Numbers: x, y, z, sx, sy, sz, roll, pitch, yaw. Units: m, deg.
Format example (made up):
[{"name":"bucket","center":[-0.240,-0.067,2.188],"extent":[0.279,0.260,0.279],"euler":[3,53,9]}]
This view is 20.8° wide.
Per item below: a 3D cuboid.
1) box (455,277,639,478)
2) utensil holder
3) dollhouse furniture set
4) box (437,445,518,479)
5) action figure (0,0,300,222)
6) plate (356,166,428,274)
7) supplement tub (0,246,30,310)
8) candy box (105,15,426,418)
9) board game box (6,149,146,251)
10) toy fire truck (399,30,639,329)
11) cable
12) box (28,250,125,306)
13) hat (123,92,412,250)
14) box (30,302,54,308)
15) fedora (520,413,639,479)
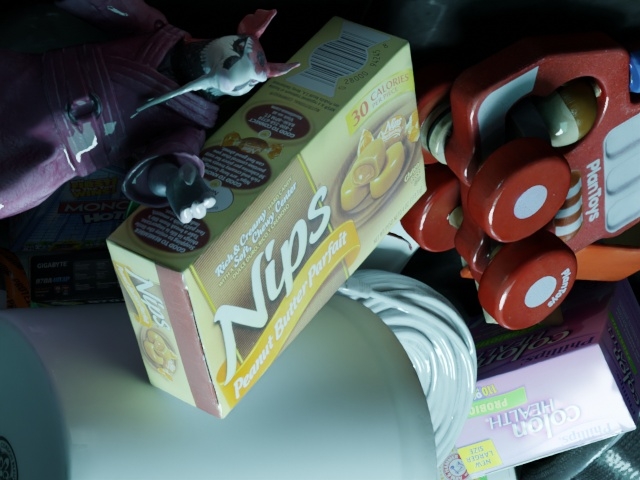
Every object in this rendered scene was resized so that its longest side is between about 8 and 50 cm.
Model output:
[{"name":"box","center":[0.275,0.156,2.108],"extent":[0.213,0.117,0.243],"euler":[-20,-166,23]},{"name":"utensil holder","center":[-0.139,0.211,1.644],"extent":[0.385,0.327,0.327],"euler":[2,154,-37]},{"name":"dollhouse furniture set","center":[0.272,0.020,1.904],"extent":[0.259,0.135,0.262],"euler":[4,152,-41]},{"name":"box","center":[0.198,0.253,2.332],"extent":[0.103,0.203,0.114],"euler":[-12,155,6]},{"name":"action figure","center":[-0.195,-0.090,1.398],"extent":[0.370,0.248,0.276],"euler":[-15,169,-6]},{"name":"plate","center":[0.000,0.000,1.902],"extent":[0.277,0.045,0.278],"euler":[-1,155,-20]},{"name":"supplement tub","center":[-0.465,0.063,1.670],"extent":[0.338,0.207,0.207],"euler":[10,149,-36]},{"name":"candy box","center":[-0.035,-0.024,1.484],"extent":[0.087,0.316,0.183],"euler":[23,144,30]},{"name":"board game box","center":[-0.199,-0.058,1.682],"extent":[0.194,0.060,0.194],"euler":[-2,155,-15]},{"name":"toy fire truck","center":[0.216,-0.081,1.663],"extent":[0.254,0.169,0.302],"euler":[-31,140,-17]},{"name":"cable","center":[0.053,0.160,1.930],"extent":[0.257,0.257,0.089],"euler":[9,-171,-35]},{"name":"box","center":[-0.163,0.042,1.800],"extent":[0.220,0.051,0.175],"euler":[-5,172,22]},{"name":"hat","center":[-0.046,-0.020,1.607],"extent":[0.208,0.183,0.173],"euler":[-43,162,-19]},{"name":"box","center":[-0.299,0.125,2.020],"extent":[0.105,0.043,0.179],"euler":[-49,144,16]},{"name":"fedora","center":[0.410,0.250,2.270],"extent":[0.334,0.152,0.334],"euler":[-45,-179,1]}]
